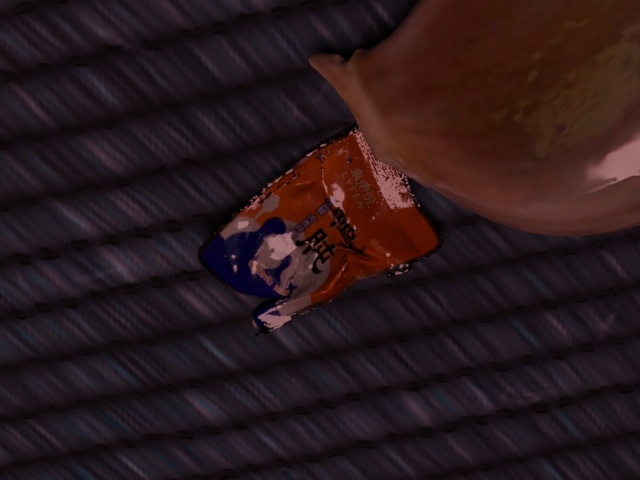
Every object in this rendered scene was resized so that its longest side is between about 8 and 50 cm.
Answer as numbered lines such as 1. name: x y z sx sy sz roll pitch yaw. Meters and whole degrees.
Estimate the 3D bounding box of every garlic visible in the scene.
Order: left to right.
1. garlic: 0.146 -0.102 0.662 0.148 0.128 0.266 37 104 -32

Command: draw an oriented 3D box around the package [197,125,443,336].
1. package: 0.000 -0.001 0.748 0.111 0.033 0.077 -34 92 4
